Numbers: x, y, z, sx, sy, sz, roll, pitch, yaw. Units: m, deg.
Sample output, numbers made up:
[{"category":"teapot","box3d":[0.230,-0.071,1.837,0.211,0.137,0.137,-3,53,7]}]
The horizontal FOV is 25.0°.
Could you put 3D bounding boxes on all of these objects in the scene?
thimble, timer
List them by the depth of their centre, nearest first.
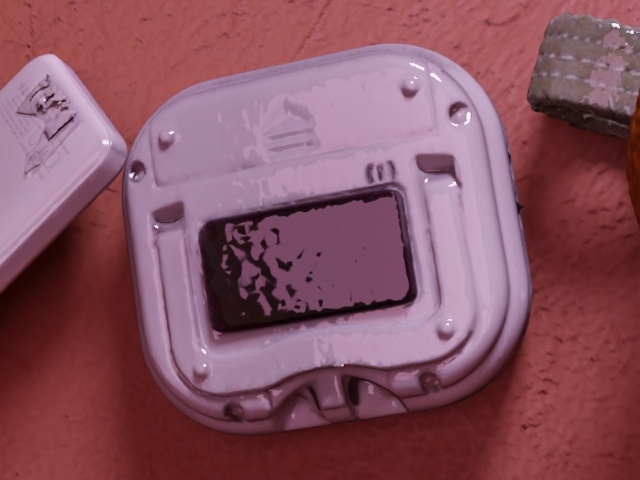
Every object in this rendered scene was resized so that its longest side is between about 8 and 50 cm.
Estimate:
[{"category":"thimble","box3d":[0.188,-0.098,0.905,0.110,0.084,0.062,18,89,2]},{"category":"timer","box3d":[0.000,0.000,0.935,0.262,0.087,0.237,-11,81,14]}]

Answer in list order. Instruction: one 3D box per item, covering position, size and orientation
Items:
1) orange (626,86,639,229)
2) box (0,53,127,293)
[{"category":"orange","box3d":[0.312,-0.047,0.753,0.312,0.312,0.312,-2,83,13]},{"category":"box","box3d":[-0.258,0.002,0.996,0.285,0.044,0.142,-45,47,5]}]
